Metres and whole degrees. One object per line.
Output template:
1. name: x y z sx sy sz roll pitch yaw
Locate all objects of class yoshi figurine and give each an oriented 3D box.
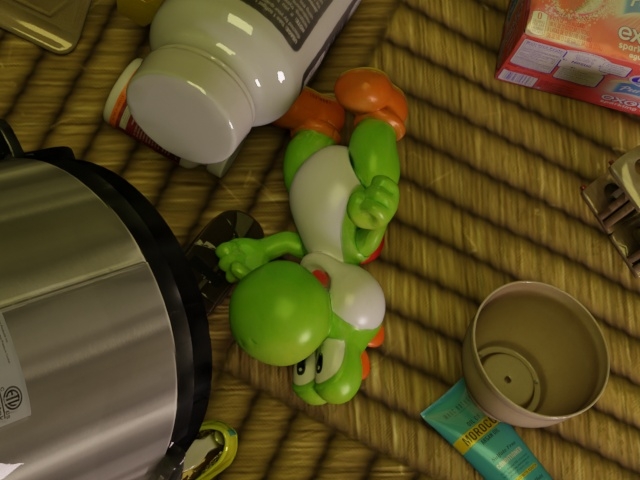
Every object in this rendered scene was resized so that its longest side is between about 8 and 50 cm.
1. yoshi figurine: -0.011 -0.008 1.467 0.203 0.203 0.362 5 74 -4

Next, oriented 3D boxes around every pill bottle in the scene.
1. pill bottle: -0.076 -0.237 1.471 0.176 0.176 0.318 30 56 1
2. pill bottle: -0.164 -0.136 1.541 0.152 0.086 0.086 30 76 1

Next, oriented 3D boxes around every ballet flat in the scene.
1. ballet flat: -0.192 0.261 1.454 0.231 0.077 0.077 -29 84 -11

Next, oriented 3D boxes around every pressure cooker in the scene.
1. pressure cooker: -0.307 0.114 1.281 0.375 0.369 0.420 32 33 30

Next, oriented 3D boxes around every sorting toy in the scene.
1. sorting toy: -0.301 -0.331 1.535 0.307 0.229 0.041 25 32 -1

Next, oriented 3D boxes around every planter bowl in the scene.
1. planter bowl: 0.224 0.141 1.500 0.162 0.109 0.162 9 59 -15

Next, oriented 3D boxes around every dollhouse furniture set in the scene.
1. dollhouse furniture set: 0.424 -0.067 1.569 0.184 0.129 0.129 -31 83 -11

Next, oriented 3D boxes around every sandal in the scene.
1. sandal: -0.152 0.049 1.520 0.090 0.060 0.219 44 62 -2

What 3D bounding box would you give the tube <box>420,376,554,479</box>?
1. tube: 0.208 0.250 1.521 0.080 0.052 0.207 -36 78 -24

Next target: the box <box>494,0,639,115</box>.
1. box: 0.375 -0.242 1.592 0.300 0.154 0.142 14 77 -2
